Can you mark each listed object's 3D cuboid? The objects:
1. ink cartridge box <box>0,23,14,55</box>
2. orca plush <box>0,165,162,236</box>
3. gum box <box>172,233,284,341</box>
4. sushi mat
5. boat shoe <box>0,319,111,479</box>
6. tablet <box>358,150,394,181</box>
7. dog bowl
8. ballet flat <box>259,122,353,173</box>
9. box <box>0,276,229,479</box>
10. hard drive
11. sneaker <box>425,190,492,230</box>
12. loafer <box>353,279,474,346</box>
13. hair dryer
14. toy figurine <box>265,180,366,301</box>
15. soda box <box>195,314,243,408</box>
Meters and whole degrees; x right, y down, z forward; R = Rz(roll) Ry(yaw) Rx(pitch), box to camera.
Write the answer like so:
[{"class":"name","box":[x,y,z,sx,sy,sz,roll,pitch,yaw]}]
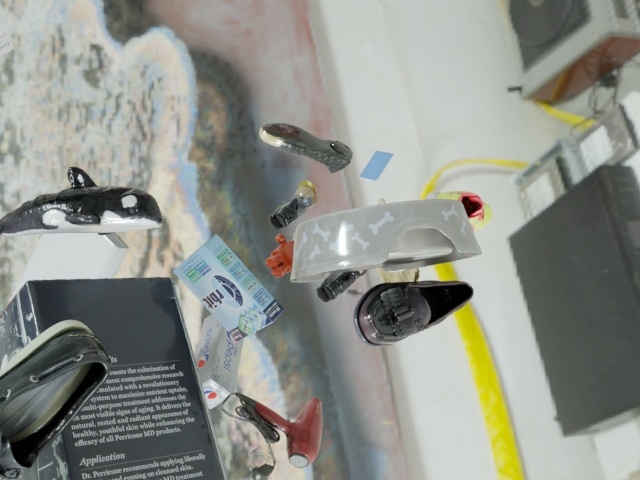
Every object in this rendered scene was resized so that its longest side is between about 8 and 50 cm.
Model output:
[{"class":"ink cartridge box","box":[-0.748,-0.435,2.014,0.181,0.104,0.061,30,149,41]},{"class":"orca plush","box":[-0.392,-0.064,1.470,0.287,0.151,0.102,-6,82,26]},{"class":"gum box","box":[-0.172,0.091,1.687,0.184,0.041,0.157,48,145,-6]},{"class":"sushi mat","box":[0.166,0.041,2.178,0.316,0.019,0.151,-110,31,-53]},{"class":"boat shoe","box":[-0.413,0.257,1.226,0.113,0.340,0.127,28,150,40]},{"class":"tablet","box":[0.127,-0.168,2.069,0.054,0.006,0.083,15,64,40]},{"class":"dog bowl","box":[0.111,0.002,1.656,0.349,0.348,0.102,158,105,-65]},{"class":"ballet flat","box":[-0.021,-0.128,1.310,0.049,0.173,0.057,-50,49,24]},{"class":"box","box":[-0.433,0.377,1.649,0.480,0.297,0.472,-40,59,41]},{"class":"hard drive","box":[-0.614,0.092,2.213,0.233,0.047,0.353,41,111,26]},{"class":"sneaker","box":[0.311,-0.061,1.920,0.094,0.208,0.081,-10,81,41]},{"class":"loafer","box":[0.172,0.114,1.649,0.095,0.302,0.109,-21,85,36]},{"class":"hair dryer","box":[-0.085,0.437,2.191,0.080,0.293,0.224,-33,75,36]},{"class":"toy figurine","box":[0.000,0.000,1.967,0.213,0.148,0.209,25,134,24]},{"class":"soda box","box":[-0.284,0.320,2.549,0.098,0.091,0.286,-34,30,28]}]
